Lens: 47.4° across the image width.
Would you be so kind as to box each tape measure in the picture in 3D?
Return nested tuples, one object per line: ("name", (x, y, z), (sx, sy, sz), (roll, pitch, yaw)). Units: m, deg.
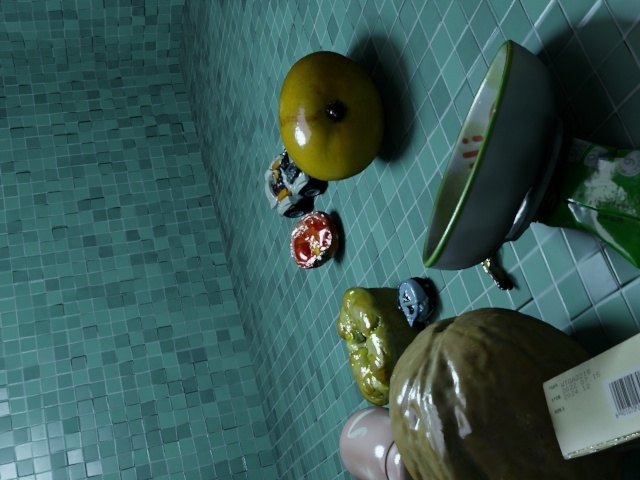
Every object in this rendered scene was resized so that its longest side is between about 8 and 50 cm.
("tape measure", (0.192, 0.120, 1.471), (0.094, 0.054, 0.091), (97, 150, -45))

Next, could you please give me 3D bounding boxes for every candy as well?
("candy", (0.346, -0.057, 0.899), (0.203, 0.078, 0.141), (-146, 52, -61))

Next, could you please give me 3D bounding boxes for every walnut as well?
("walnut", (0.252, 0.254, 0.998), (0.333, 0.332, 0.333), (171, 90, -72))

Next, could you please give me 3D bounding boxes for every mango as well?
("mango", (0.013, -0.274, 1.577), (0.378, 0.221, 0.264), (-122, 24, -68))

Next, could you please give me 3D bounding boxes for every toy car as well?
("toy car", (-0.075, -0.191, 2.035), (0.301, 0.117, 0.193), (130, 131, -65))

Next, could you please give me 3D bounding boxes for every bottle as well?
("bottle", (0.163, 0.432, 1.521), (0.297, 0.173, 0.207), (166, 107, -72))

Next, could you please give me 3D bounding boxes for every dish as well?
("dish", (0.251, -0.097, 0.994), (0.324, 0.124, 0.324), (19, -90, -88))

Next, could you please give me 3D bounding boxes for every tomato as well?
("tomato", (0.000, 0.000, 1.941), (0.159, 0.091, 0.139), (-53, 53, 29))

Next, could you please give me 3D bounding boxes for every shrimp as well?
("shrimp", (0.291, 0.007, 1.149), (0.195, 0.035, 0.148), (168, 94, -76))

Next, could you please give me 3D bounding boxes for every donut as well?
("donut", (0.133, 0.216, 1.575), (0.209, 0.128, 0.262), (107, 149, -50))

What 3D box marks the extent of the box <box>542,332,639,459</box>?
("box", (0.370, 0.161, 0.777), (0.212, 0.168, 0.095), (117, 145, -61))
